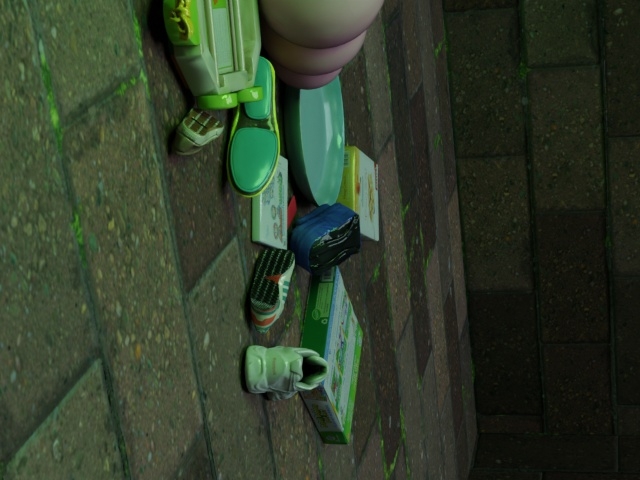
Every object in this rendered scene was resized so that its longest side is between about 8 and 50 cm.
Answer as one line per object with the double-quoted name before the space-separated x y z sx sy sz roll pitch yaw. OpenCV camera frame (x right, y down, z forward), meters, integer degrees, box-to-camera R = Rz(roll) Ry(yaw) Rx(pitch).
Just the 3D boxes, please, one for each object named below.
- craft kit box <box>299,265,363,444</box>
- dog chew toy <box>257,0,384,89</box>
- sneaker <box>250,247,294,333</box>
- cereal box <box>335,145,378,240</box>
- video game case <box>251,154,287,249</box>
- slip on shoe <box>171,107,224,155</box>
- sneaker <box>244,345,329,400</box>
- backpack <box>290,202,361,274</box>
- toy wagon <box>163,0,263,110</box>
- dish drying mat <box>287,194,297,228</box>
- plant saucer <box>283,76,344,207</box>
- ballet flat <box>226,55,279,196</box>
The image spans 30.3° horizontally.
"craft kit box" 0.020 0.216 2.214 0.246 0.061 0.250 66 27 -50
"dog chew toy" -0.010 -0.357 1.862 0.332 0.207 0.206 103 -6 -64
"sneaker" -0.080 0.079 1.868 0.161 0.057 0.075 -74 174 -52
"cereal box" 0.078 -0.094 2.471 0.240 0.047 0.173 19 71 -74
"video game case" -0.081 -0.067 1.920 0.143 0.019 0.157 24 65 -73
"slip on shoe" -0.165 -0.142 1.574 0.041 0.051 0.135 -54 -175 17
"sneaker" -0.037 0.211 1.870 0.232 0.115 0.090 17 72 -75
"backpack" 0.000 0.000 2.069 0.120 0.101 0.098 -36 135 -30
"toy wagon" -0.150 -0.311 1.592 0.344 0.068 0.267 -38 125 -71
"dish drying mat" -0.055 -0.045 2.043 0.083 0.008 0.032 -69 154 -57
"plant saucer" -0.013 -0.212 2.153 0.317 0.044 0.317 -1 90 -76
"ballet flat" -0.101 -0.163 1.769 0.077 0.077 0.231 123 -29 -69
